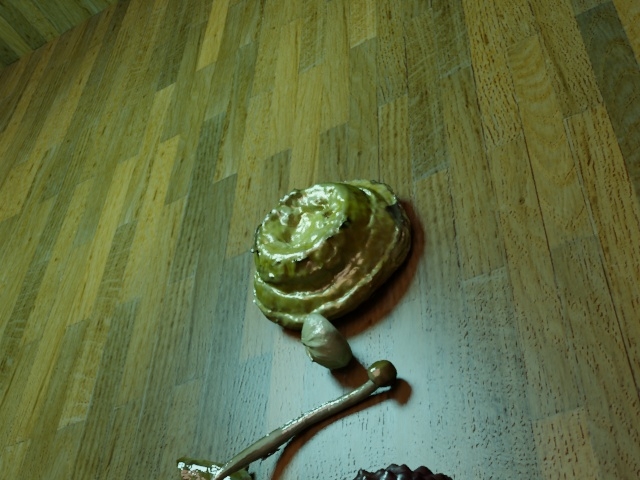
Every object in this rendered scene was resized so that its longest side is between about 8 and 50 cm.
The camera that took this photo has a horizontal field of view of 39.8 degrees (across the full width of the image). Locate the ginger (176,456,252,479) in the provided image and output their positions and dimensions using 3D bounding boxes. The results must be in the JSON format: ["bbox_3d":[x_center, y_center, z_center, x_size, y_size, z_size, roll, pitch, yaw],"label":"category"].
[{"bbox_3d":[-0.137,0.323,1.191,0.137,0.057,0.044,6,99,34],"label":"ginger"}]

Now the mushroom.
[{"bbox_3d":[-0.031,0.248,1.164,0.306,0.068,0.043,-32,63,1],"label":"mushroom"}]

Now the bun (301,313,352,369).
[{"bbox_3d":[0.004,0.145,1.222,0.055,0.086,0.086,-39,35,-10],"label":"bun"}]

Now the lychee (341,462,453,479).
[{"bbox_3d":[0.071,0.334,0.804,0.300,0.264,0.264,-28,33,46],"label":"lychee"}]

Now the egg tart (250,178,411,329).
[{"bbox_3d":[0.000,0.000,1.360,0.290,0.115,0.290,-22,40,20],"label":"egg tart"}]
